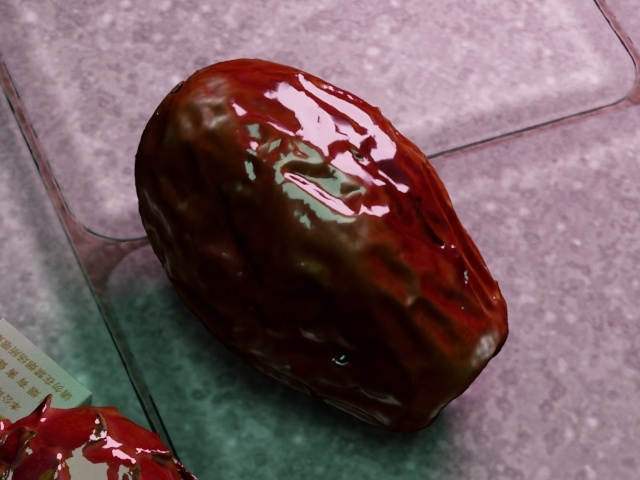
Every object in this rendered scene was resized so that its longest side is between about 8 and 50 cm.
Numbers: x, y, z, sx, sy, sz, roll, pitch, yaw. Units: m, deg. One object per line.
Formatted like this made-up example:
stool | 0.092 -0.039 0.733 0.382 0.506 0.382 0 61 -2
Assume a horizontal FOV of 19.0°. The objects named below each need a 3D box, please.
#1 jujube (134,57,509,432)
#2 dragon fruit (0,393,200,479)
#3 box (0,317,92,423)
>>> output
jujube | 0.000 0.000 1.334 0.290 0.197 0.197 44 59 4
dragon fruit | -0.148 0.168 1.229 0.166 0.133 0.136 7 96 -2
box | -0.245 0.132 1.297 0.090 0.024 0.167 38 57 17
